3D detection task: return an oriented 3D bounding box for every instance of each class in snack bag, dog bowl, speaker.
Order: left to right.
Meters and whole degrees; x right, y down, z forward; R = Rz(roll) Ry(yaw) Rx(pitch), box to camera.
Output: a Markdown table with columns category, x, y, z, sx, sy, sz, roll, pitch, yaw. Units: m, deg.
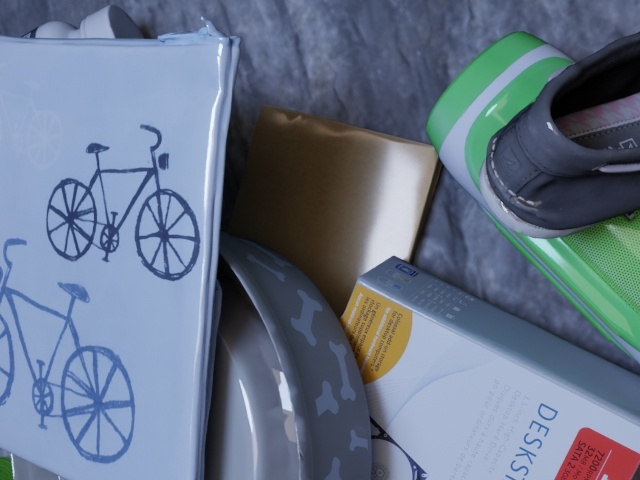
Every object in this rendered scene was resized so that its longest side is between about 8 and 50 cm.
| category | x | y | z | sx | sy | sz | roll | pitch | yaw |
| --- | --- | --- | --- | --- | --- | --- | --- | --- | --- |
| snack bag | -0.181 | 0.011 | 0.810 | 0.323 | 0.037 | 0.343 | 10 | 97 | 43 |
| dog bowl | -0.105 | 0.149 | 0.832 | 0.348 | 0.102 | 0.349 | 1 | 91 | 44 |
| speaker | 0.216 | -0.016 | 0.799 | 0.131 | 0.131 | 0.296 | -46 | 76 | 9 |

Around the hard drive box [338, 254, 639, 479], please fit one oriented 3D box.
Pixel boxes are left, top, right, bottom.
| category | x | y | z | sx | sy | sz | roll | pitch | yaw |
| --- | --- | --- | --- | --- | --- | --- | --- | --- | --- |
| hard drive box | 0.110 | 0.145 | 0.817 | 0.232 | 0.089 | 0.181 | 25 | 109 | 15 |

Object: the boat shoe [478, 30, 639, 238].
| category | x | y | z | sx | sy | sz | roll | pitch | yaw |
| --- | --- | --- | --- | --- | --- | --- | --- | --- | --- |
| boat shoe | 0.258 | -0.097 | 0.722 | 0.335 | 0.095 | 0.112 | -24 | 70 | -21 |

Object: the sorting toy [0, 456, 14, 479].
| category | x | y | z | sx | sy | sz | roll | pitch | yaw |
| --- | --- | --- | --- | --- | --- | --- | --- | --- | --- |
| sorting toy | -0.273 | 0.245 | 0.978 | 0.061 | 0.042 | 0.102 | -43 | 64 | -6 |

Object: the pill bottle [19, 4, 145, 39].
| category | x | y | z | sx | sy | sz | roll | pitch | yaw |
| --- | --- | --- | --- | --- | --- | --- | --- | --- | --- |
| pill bottle | -0.237 | -0.128 | 0.950 | 0.180 | 0.108 | 0.108 | -25 | 80 | 13 |

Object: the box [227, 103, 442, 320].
| category | x | y | z | sx | sy | sz | roll | pitch | yaw |
| --- | --- | --- | --- | --- | --- | --- | --- | --- | --- |
| box | 0.000 | 0.000 | 0.916 | 0.164 | 0.021 | 0.201 | 16 | 91 | 17 |
